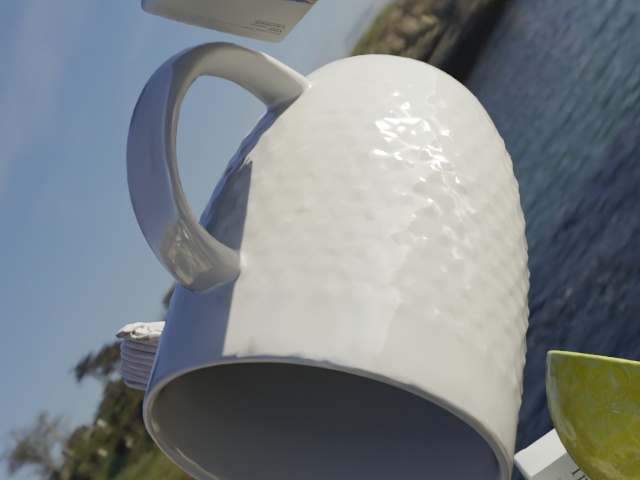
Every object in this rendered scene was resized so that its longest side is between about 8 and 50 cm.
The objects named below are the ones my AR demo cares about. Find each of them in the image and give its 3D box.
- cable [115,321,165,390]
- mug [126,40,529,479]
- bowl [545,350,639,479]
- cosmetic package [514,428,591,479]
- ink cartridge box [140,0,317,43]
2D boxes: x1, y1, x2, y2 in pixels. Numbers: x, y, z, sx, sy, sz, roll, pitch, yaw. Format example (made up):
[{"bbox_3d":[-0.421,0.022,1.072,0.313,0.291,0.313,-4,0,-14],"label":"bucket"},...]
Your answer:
[{"bbox_3d":[-0.160,0.171,1.829,0.257,0.257,0.089,136,140,-88],"label":"cable"},{"bbox_3d":[0.000,0.000,0.992,0.276,0.374,0.328,-21,43,39],"label":"mug"},{"bbox_3d":[0.359,0.215,1.287,0.289,0.289,0.156,130,152,-84],"label":"bowl"},{"bbox_3d":[0.475,0.360,1.664,0.284,0.377,0.097,-36,11,-3],"label":"cosmetic package"},{"bbox_3d":[-0.039,-0.264,0.839,0.278,0.117,0.201,167,113,-77],"label":"ink cartridge box"}]
